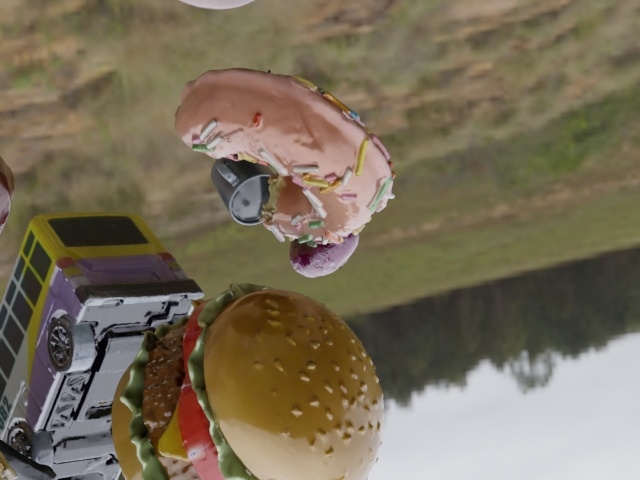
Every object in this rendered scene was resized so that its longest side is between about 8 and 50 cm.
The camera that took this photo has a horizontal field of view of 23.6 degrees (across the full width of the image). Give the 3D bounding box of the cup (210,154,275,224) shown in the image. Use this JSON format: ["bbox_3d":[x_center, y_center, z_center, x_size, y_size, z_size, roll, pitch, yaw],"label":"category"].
[{"bbox_3d":[-0.103,-0.078,1.973,0.078,0.077,0.100,-44,136,5],"label":"cup"}]

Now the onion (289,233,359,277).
[{"bbox_3d":[0.000,0.000,2.247,0.115,0.115,0.104,-8,134,44],"label":"onion"}]

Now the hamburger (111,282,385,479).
[{"bbox_3d":[-0.055,0.171,1.540,0.212,0.274,0.274,-32,165,32],"label":"hamburger"}]

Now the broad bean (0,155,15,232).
[{"bbox_3d":[-0.321,-0.029,1.203,0.156,0.122,0.228,-23,-176,-26],"label":"broad bean"}]

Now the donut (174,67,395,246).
[{"bbox_3d":[-0.029,-0.076,1.501,0.199,0.085,0.233,0,145,43],"label":"donut"}]

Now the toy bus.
[{"bbox_3d":[-0.374,0.186,2.279,0.209,0.440,0.249,-3,-140,-40],"label":"toy bus"}]

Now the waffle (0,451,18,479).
[{"bbox_3d":[-0.340,0.216,1.446,0.092,0.135,0.021,-38,170,8],"label":"waffle"}]

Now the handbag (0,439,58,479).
[{"bbox_3d":[-0.537,0.318,2.070,0.302,0.275,0.178,35,-178,-24],"label":"handbag"}]

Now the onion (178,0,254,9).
[{"bbox_3d":[-0.135,-0.490,2.056,0.353,0.354,0.353,-7,179,0],"label":"onion"}]
